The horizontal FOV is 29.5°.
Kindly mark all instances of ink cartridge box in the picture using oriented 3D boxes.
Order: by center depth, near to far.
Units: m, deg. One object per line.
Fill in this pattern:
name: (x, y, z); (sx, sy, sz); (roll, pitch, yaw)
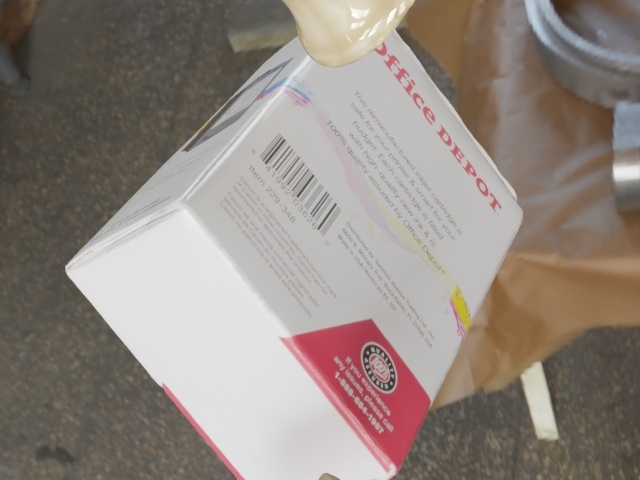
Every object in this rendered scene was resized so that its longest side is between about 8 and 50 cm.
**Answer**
ink cartridge box: (0.000, 0.000, 0.863); (0.131, 0.226, 0.306); (-27, 18, 37)

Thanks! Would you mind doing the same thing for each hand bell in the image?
hand bell: (-0.062, -0.203, 0.683); (0.126, 0.242, 0.126); (-29, 50, 42)

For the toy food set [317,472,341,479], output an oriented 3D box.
toy food set: (-0.028, 0.209, 0.601); (0.192, 0.038, 0.132); (-63, 26, -4)
